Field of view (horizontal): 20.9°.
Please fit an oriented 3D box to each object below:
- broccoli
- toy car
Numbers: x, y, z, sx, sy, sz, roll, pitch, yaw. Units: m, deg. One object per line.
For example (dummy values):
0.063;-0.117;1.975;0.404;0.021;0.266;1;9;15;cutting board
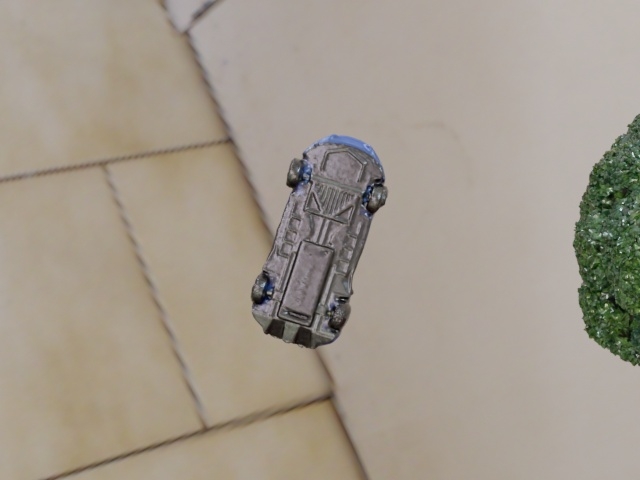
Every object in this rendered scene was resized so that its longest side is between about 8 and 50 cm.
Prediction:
0.232;-0.010;1.030;0.156;0.195;0.195;16;49;14;broccoli
0.000;0.000;1.736;0.103;0.063;0.216;18;89;3;toy car
